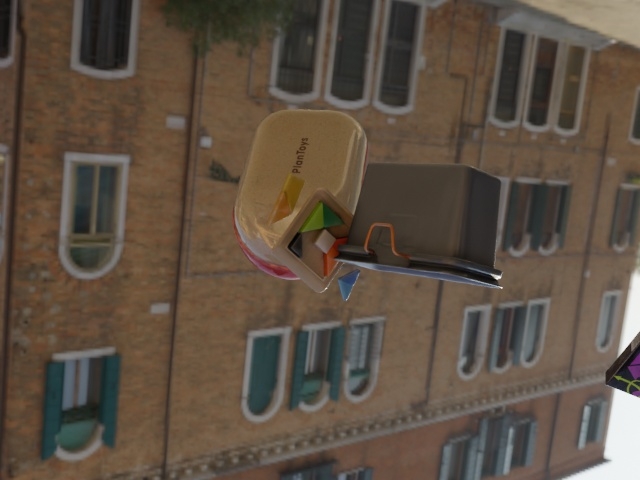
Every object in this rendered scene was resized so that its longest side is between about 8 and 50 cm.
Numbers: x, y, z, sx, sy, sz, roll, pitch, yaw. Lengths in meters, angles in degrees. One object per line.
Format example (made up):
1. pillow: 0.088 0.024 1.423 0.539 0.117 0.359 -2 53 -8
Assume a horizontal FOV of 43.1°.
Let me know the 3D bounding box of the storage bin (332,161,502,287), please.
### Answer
1. storage bin: 0.082 -0.017 0.672 0.135 0.091 0.098 6 174 43

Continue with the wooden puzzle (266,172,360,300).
1. wooden puzzle: 0.000 0.000 0.697 0.116 0.079 0.014 35 174 -33

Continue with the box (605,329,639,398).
1. box: 0.488 0.183 1.096 0.162 0.116 0.029 20 -139 1

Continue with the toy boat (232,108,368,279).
1. toy boat: -0.020 -0.045 1.009 0.151 0.151 0.231 4 -129 10
